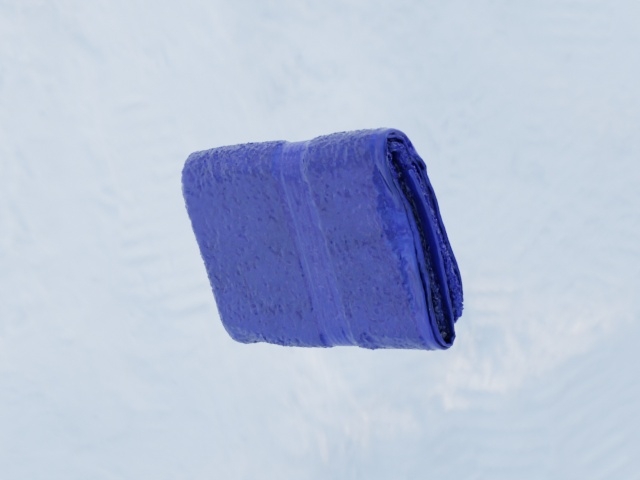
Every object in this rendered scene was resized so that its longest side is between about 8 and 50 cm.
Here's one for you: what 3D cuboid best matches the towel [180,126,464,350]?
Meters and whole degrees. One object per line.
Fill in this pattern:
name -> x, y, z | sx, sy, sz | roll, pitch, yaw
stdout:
towel -> 0.000, 0.000, 1.534 | 0.076, 0.308, 0.227 | -27, 108, -43
